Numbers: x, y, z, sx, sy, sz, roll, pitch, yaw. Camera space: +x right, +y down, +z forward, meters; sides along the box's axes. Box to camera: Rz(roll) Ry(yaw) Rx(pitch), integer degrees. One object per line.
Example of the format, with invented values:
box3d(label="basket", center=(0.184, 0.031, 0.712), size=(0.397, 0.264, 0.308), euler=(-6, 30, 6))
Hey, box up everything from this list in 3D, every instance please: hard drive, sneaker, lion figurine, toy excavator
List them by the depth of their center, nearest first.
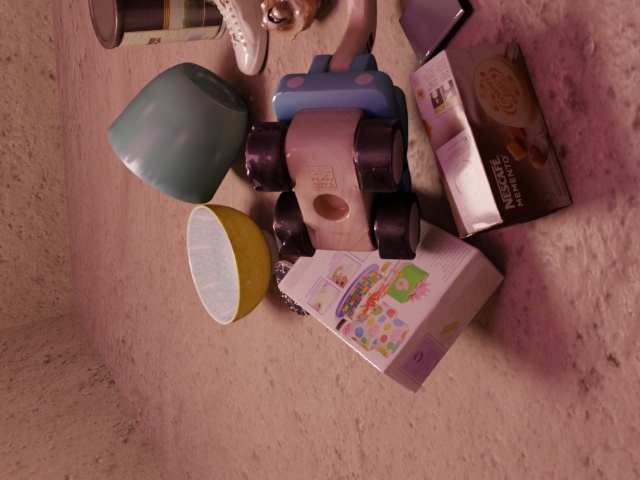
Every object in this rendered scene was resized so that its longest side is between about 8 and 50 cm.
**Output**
box3d(label="hard drive", center=(0.179, -0.354, 1.285), size=(0.135, 0.022, 0.094), euler=(-49, 59, 55))
box3d(label="toy excavator", center=(0.045, -0.247, 1.303), size=(0.433, 0.222, 0.445), euler=(73, -156, -43))
box3d(label="lion figurine", center=(-0.094, -0.587, 1.516), size=(0.392, 0.142, 0.240), euler=(67, 155, 5))
box3d(label="sneaker", center=(0.017, 0.089, 1.643), size=(0.283, 0.122, 0.110), euler=(14, 121, 51))
box3d(label="sneaker", center=(-0.189, -0.498, 1.767), size=(0.106, 0.123, 0.290), euler=(30, 128, 50))

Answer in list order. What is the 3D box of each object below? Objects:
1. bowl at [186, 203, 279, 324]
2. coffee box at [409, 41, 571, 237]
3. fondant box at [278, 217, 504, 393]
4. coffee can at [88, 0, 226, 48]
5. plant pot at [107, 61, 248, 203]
box3d(label="bowl", center=(-0.192, 0.042, 1.951), size=(0.289, 0.156, 0.290), euler=(32, 129, 51))
box3d(label="coffee box", center=(0.237, -0.141, 1.150), size=(0.098, 0.141, 0.247), euler=(-28, 77, 59))
box3d(label="fondant box", center=(0.106, 0.069, 1.370), size=(0.096, 0.238, 0.330), euler=(41, 176, -38))
box3d(label="coffee can", center=(-0.381, -0.562, 1.915), size=(0.201, 0.275, 0.202), euler=(30, 127, 52))
box3d(label="plant pot", center=(-0.309, -0.270, 1.909), size=(0.235, 0.293, 0.293), euler=(-51, 53, 21))
